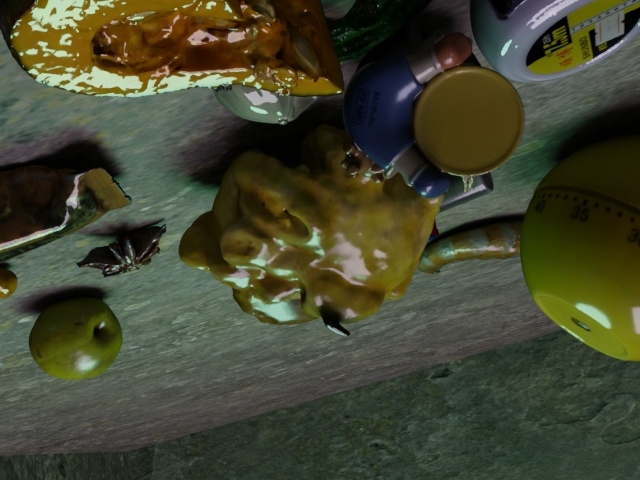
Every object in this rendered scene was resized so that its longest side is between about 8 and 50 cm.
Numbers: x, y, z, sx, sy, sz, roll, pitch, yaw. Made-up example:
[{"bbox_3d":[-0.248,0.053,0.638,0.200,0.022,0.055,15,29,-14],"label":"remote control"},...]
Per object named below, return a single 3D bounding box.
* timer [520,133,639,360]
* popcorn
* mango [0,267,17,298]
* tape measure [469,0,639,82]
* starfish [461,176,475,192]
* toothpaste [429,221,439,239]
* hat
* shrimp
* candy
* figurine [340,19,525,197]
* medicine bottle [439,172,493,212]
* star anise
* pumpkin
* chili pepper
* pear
[{"bbox_3d":[0.495,-0.023,1.253,0.386,0.376,0.376,-56,162,-7],"label":"timer"},{"bbox_3d":[0.000,0.000,1.066,0.297,0.280,0.316,21,133,-31],"label":"popcorn"},{"bbox_3d":[-0.499,0.063,1.253,0.089,0.046,0.060,5,156,-11],"label":"mango"},{"bbox_3d":[0.221,-0.230,0.768,0.179,0.105,0.196,-24,161,12],"label":"tape measure"},{"bbox_3d":[0.205,-0.129,1.147,0.130,0.041,0.133,4,129,-49],"label":"starfish"},{"bbox_3d":[0.031,-0.001,1.305,0.321,0.076,0.066,-19,164,40],"label":"toothpaste"},{"bbox_3d":[-0.060,-0.171,0.803,0.122,0.081,0.166,-27,147,30],"label":"hat"},{"bbox_3d":[0.287,0.025,1.613,0.287,0.068,0.185,-25,156,39],"label":"shrimp"},{"bbox_3d":[-0.363,-0.029,0.985,0.272,0.101,0.143,-16,168,-7],"label":"candy"},{"bbox_3d":[0.105,-0.132,0.832,0.158,0.161,0.275,12,-163,2],"label":"figurine"},{"bbox_3d":[0.162,-0.064,1.281,0.199,0.057,0.058,-21,160,28],"label":"medicine bottle"},{"bbox_3d":[-0.293,0.020,1.227,0.129,0.056,0.124,-20,165,-29],"label":"star anise"},{"bbox_3d":[-0.087,-0.197,0.598,0.281,0.139,0.190,-6,161,-25],"label":"pumpkin"},{"bbox_3d":[0.042,-0.210,0.755,0.182,0.050,0.073,-29,165,20],"label":"chili pepper"},{"bbox_3d":[-0.427,0.173,1.464,0.162,0.148,0.149,-24,158,32],"label":"pear"}]
